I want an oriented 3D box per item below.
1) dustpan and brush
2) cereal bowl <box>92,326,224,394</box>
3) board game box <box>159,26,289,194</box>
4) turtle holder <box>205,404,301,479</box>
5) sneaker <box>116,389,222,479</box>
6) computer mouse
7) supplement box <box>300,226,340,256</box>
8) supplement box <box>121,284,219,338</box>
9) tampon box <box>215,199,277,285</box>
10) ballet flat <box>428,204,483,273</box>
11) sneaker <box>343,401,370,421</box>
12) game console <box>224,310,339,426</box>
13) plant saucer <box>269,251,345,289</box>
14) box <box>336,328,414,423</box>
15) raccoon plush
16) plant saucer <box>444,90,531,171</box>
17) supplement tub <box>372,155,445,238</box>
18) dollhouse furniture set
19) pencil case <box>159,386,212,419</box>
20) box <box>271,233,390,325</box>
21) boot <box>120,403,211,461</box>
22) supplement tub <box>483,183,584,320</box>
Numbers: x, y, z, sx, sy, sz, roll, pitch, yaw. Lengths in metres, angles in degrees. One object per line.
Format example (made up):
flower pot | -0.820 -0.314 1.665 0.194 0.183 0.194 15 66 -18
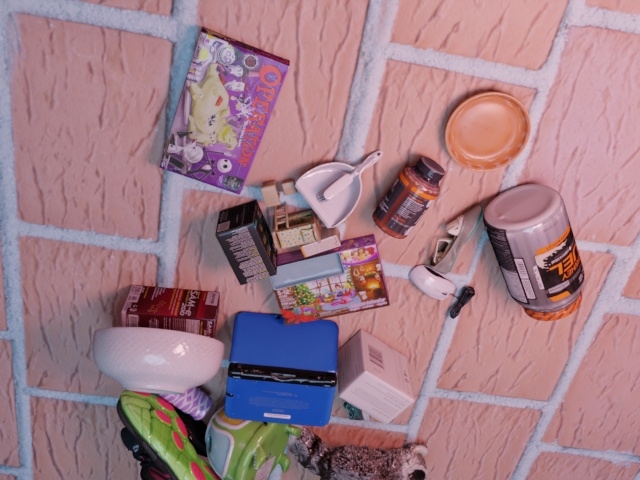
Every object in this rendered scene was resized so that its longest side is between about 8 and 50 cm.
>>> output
dustpan and brush | 0.064 -0.148 1.668 0.211 0.060 0.147 -39 95 -12
cereal bowl | -0.427 0.323 1.806 0.339 0.141 0.339 5 163 1
board game box | -0.226 -0.288 1.595 0.208 0.056 0.347 16 120 -15
turtle holder | -0.215 0.569 2.007 0.227 0.243 0.320 27 141 25
sneaker | -0.453 0.643 1.977 0.202 0.185 0.483 -27 101 10
computer mouse | 0.322 0.134 1.861 0.193 0.042 0.106 30 118 -18
supplement box | 0.000 0.000 1.763 0.098 0.062 0.036 -18 119 11
supplement box | -0.393 0.189 1.835 0.239 0.130 0.073 5 120 -5
tampon box | -0.181 0.006 1.730 0.101 0.120 0.161 -16 120 8
ballet flat | 0.338 -0.005 1.761 0.068 0.072 0.213 20 120 -7
sneaker | 0.103 0.480 2.062 0.076 0.065 0.166 -8 120 9
game console | -0.106 0.357 1.912 0.293 0.173 0.250 7 119 -4
plant saucer | -0.037 0.075 1.769 0.192 0.018 0.067 -13 118 8
box | 0.149 0.378 1.928 0.182 0.181 0.119 34 116 -20
raccoon plush | 0.140 0.651 2.142 0.446 0.299 0.216 49 131 8
plant saucer | 0.390 -0.257 1.625 0.200 0.037 0.200 0 122 0
supplement tub | 0.218 -0.106 1.676 0.106 0.106 0.198 26 118 -16
dollhouse furniture set | -0.038 -0.076 1.692 0.182 0.101 0.161 -13 121 7
pencil case | -0.413 0.442 2.019 0.206 0.086 0.088 44 147 -21
box | 0.022 0.108 1.832 0.293 0.057 0.201 -12 120 7
boot | -0.462 0.612 2.112 0.207 0.094 0.246 -38 108 16
supplement tub | 0.537 0.036 1.716 0.193 0.193 0.316 -21 120 12
